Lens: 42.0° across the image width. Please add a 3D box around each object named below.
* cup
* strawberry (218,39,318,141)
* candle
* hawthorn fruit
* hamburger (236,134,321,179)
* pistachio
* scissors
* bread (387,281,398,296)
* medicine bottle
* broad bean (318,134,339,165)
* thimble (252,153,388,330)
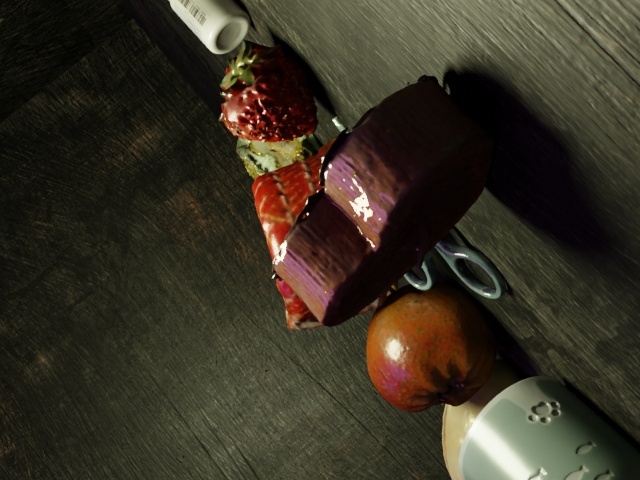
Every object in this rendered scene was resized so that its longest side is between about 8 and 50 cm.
[{"bbox_3d":[0.387,0.452,1.430,0.259,0.357,0.274,42,180,-40],"label":"cup"},{"bbox_3d":[-0.093,-0.260,1.550,0.201,0.184,0.187,28,178,-28],"label":"strawberry"},{"bbox_3d":[0.100,-0.036,0.999,0.131,0.317,0.287,46,-145,17],"label":"candle"},{"bbox_3d":[0.218,0.199,1.747,0.298,0.276,0.277,61,-177,37],"label":"hawthorn fruit"},{"bbox_3d":[-0.083,-0.188,2.035,0.288,0.167,0.192,45,171,48],"label":"hamburger"},{"bbox_3d":[0.381,0.420,1.859,0.229,0.309,0.230,18,180,0],"label":"pistachio"},{"bbox_3d":[0.145,-0.054,1.409,0.384,0.029,0.256,55,155,-20],"label":"scissors"},{"bbox_3d":[0.147,0.066,2.167,0.134,0.081,0.225,72,-178,-52],"label":"bread"},{"bbox_3d":[-0.230,-0.464,1.642,0.187,0.102,0.103,48,175,19],"label":"medicine bottle"},{"bbox_3d":[0.073,-0.129,1.511,0.165,0.084,0.114,36,166,38],"label":"broad bean"},{"bbox_3d":[0.000,0.000,1.727,0.350,0.230,0.350,164,90,-89],"label":"thimble"}]
